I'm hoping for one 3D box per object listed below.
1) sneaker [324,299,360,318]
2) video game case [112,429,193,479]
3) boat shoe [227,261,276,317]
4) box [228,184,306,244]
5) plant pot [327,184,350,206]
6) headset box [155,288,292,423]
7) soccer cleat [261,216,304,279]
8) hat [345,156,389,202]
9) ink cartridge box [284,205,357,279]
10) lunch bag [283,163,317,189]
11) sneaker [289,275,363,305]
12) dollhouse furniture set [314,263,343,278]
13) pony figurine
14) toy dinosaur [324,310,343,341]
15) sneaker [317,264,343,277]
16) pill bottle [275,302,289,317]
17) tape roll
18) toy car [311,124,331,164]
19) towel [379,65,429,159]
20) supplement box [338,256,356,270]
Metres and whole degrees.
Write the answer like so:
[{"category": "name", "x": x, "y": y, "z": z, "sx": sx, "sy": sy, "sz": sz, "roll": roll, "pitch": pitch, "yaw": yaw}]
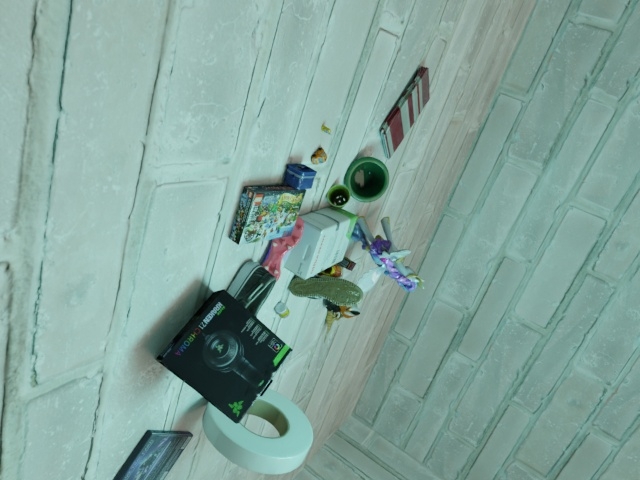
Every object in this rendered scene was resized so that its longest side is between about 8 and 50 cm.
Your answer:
[{"category": "sneaker", "x": 0.092, "y": 0.281, "z": 2.327, "sx": 0.099, "sy": 0.121, "sz": 0.262, "roll": -26, "pitch": 144, "yaw": 19}, {"category": "video game case", "x": -0.531, "y": 0.699, "z": 1.556, "sx": 0.196, "sy": 0.026, "sz": 0.274, "roll": -56, "pitch": 156, "yaw": -12}, {"category": "boat shoe", "x": -0.247, "y": 0.230, "z": 1.480, "sx": 0.335, "sy": 0.119, "sz": 0.121, "roll": -63, "pitch": 158, "yaw": 5}, {"category": "box", "x": -0.147, "y": -0.079, "z": 1.401, "sx": 0.233, "sy": 0.044, "sz": 0.159, "roll": -12, "pitch": 128, "yaw": -54}, {"category": "plant pot", "x": 0.068, "y": -0.152, "z": 1.775, "sx": 0.083, "sy": 0.083, "sz": 0.079, "roll": -58, "pitch": 170, "yaw": -7}, {"category": "headset box", "x": -0.254, "y": 0.319, "z": 1.338, "sx": 0.246, "sy": 0.283, "sz": 0.131, "roll": -50, "pitch": -167, "yaw": -23}, {"category": "soccer cleat", "x": -0.129, "y": 0.034, "z": 1.580, "sx": 0.248, "sy": 0.083, "sz": 0.095, "roll": -65, "pitch": -174, "yaw": -2}, {"category": "hat", "x": 0.160, "y": -0.249, "z": 1.913, "sx": 0.209, "sy": 0.183, "sz": 0.173, "roll": 13, "pitch": 101, "yaw": -24}, {"category": "ink cartridge box", "x": 0.000, "y": 0.000, "z": 1.743, "sx": 0.273, "sy": 0.115, "sz": 0.198, "roll": -22, "pitch": 136, "yaw": -58}, {"category": "lunch bag", "x": -0.061, "y": -0.194, "z": 1.447, "sx": 0.098, "sy": 0.067, "sz": 0.065, "roll": -16, "pitch": 130, "yaw": -58}, {"category": "sneaker", "x": 0.037, "y": 0.189, "z": 1.863, "sx": 0.153, "sy": 0.282, "sz": 0.099, "roll": 23, "pitch": 75, "yaw": -73}, {"category": "dollhouse furniture set", "x": 0.072, "y": 0.200, "z": 2.072, "sx": 0.182, "sy": 0.161, "sz": 0.101, "roll": -25, "pitch": 138, "yaw": -54}, {"category": "pony figurine", "x": 0.267, "y": 0.067, "z": 2.065, "sx": 0.351, "sy": 0.363, "sz": 0.303, "roll": -1, "pitch": 143, "yaw": -47}, {"category": "toy dinosaur", "x": 0.051, "y": 0.396, "z": 2.416, "sx": 0.112, "sy": 0.064, "sz": 0.211, "roll": -18, "pitch": 126, "yaw": -34}, {"category": "sneaker", "x": 0.016, "y": 0.105, "z": 1.881, "sx": 0.067, "sy": 0.175, "sz": 0.064, "roll": 19, "pitch": 79, "yaw": -33}, {"category": "pill bottle", "x": -0.142, "y": 0.269, "z": 1.851, "sx": 0.043, "sy": 0.043, "sz": 0.083, "roll": -53, "pitch": 156, "yaw": -18}, {"category": "tape roll", "x": -0.214, "y": 0.637, "z": 1.688, "sx": 0.392, "sy": 0.392, "sz": 0.072, "roll": -2, "pitch": 118, "yaw": -64}, {"category": "toy car", "x": 0.005, "y": -0.289, "z": 1.510, "sx": 0.060, "sy": 0.040, "sz": 0.122, "roll": -42, "pitch": 151, "yaw": -39}, {"category": "towel", "x": 0.345, "y": -0.513, "z": 1.985, "sx": 0.329, "sy": 0.037, "sz": 0.237, "roll": -56, "pitch": 159, "yaw": -7}, {"category": "supplement box", "x": 0.120, "y": 0.103, "z": 2.201, "sx": 0.043, "sy": 0.055, "sz": 0.083, "roll": -61, "pitch": 157, "yaw": 2}]
